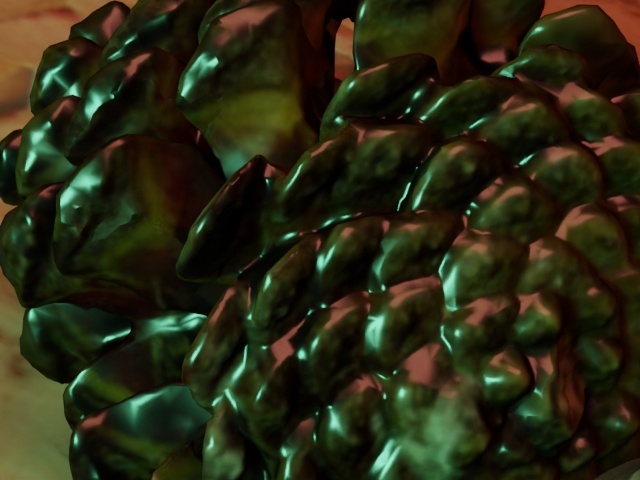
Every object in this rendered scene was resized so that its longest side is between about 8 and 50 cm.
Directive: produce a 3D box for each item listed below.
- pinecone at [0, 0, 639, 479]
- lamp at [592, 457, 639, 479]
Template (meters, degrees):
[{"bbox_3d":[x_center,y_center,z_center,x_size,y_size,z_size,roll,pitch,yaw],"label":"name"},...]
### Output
[{"bbox_3d":[0.002,0.001,0.623,0.246,0.246,0.292,-7,29,-33],"label":"pinecone"},{"bbox_3d":[0.147,0.175,0.474,0.265,0.233,0.233,9,39,-17],"label":"lamp"}]
